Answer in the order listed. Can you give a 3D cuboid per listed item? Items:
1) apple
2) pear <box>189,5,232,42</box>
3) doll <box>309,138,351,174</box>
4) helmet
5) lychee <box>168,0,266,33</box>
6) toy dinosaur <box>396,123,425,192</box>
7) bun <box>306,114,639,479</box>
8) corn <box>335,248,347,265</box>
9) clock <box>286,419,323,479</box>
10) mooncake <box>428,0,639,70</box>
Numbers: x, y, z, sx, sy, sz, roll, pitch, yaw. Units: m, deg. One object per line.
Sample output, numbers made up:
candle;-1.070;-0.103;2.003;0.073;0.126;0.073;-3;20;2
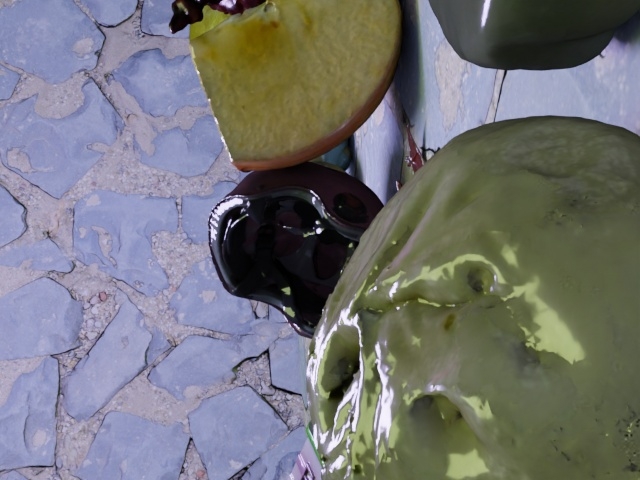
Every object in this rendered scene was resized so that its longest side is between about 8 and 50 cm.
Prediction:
apple;-0.019;-0.263;1.263;0.314;0.309;0.252;-97;-18;-58
pear;-0.133;-0.445;1.920;0.413;0.352;0.352;54;-148;-86
doll;-0.014;-0.125;1.702;0.161;0.177;0.261;98;171;-60
helmet;0.000;0.000;1.355;0.197;0.338;0.271;-59;-14;-49
lychee;-0.108;-0.528;1.317;0.424;0.424;0.500;171;123;-83
toy dinosaur;0.130;-0.047;1.158;0.108;0.032;0.220;-140;45;-76
bun;0.119;0.081;0.550;0.362;0.234;0.326;150;121;-75
corn;0.060;0.053;1.548;0.211;0.087;0.087;100;165;-69
clock;0.028;0.460;1.307;0.309;0.166;0.235;-67;33;28
mooncake;0.142;-0.247;0.576;0.275;0.135;0.275;174;90;-86
